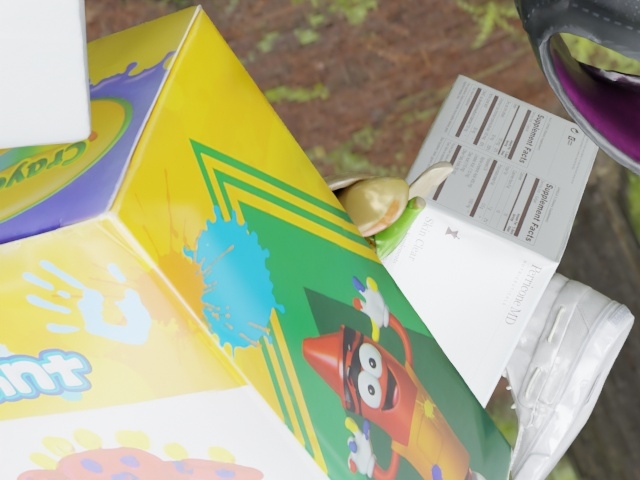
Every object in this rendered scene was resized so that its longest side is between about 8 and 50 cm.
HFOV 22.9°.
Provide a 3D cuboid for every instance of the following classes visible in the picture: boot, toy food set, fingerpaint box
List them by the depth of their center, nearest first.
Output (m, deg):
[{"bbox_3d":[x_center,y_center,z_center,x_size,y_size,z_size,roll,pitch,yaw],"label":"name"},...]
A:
[{"bbox_3d":[-0.169,0.100,0.936,0.445,0.163,0.371,-14,129,30],"label":"fingerpaint box"},{"bbox_3d":[0.000,0.000,1.021,0.192,0.038,0.132,-5,148,-46],"label":"toy food set"},{"bbox_3d":[0.234,0.147,1.708,0.095,0.123,0.258,-26,144,-54],"label":"boot"}]

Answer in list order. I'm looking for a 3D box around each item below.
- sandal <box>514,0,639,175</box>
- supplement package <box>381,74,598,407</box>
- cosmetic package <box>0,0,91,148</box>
[{"bbox_3d":[0.189,-0.055,0.612,0.107,0.446,0.167,-50,-176,-22],"label":"sandal"},{"bbox_3d":[0.124,0.027,1.427,0.145,0.204,0.262,23,130,4],"label":"supplement package"},{"bbox_3d":[-0.268,-0.245,0.549,0.329,0.393,0.327,-9,166,-8],"label":"cosmetic package"}]
